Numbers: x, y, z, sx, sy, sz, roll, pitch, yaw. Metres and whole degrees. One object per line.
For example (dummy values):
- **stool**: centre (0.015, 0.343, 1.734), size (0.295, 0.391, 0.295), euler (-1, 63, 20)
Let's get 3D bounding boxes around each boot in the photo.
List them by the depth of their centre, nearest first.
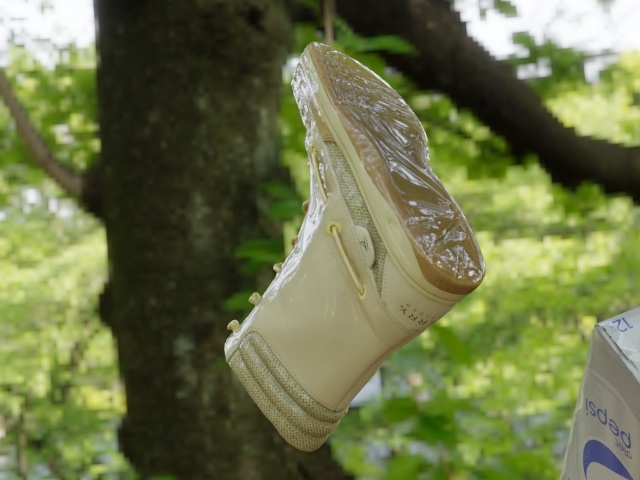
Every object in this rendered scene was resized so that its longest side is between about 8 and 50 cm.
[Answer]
- **boot**: centre (0.000, 0.000, 1.227), size (0.095, 0.262, 0.203), euler (13, -52, -38)

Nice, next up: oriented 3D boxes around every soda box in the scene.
- **soda box**: centre (0.265, 0.168, 1.370), size (0.098, 0.091, 0.286), euler (-21, -37, -18)
